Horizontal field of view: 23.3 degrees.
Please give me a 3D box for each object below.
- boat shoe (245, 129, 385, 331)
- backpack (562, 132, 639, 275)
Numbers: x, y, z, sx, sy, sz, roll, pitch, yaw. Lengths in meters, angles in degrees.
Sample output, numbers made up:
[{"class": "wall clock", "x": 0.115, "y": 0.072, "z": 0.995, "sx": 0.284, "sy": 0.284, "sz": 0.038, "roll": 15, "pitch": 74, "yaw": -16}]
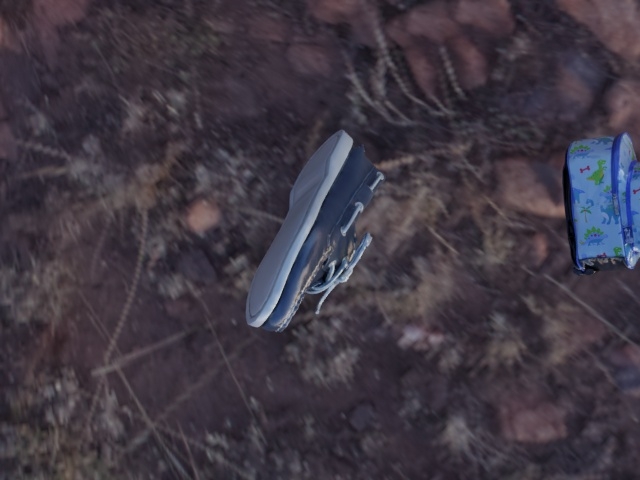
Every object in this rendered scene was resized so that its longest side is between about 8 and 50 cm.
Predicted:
[{"class": "boat shoe", "x": 0.000, "y": 0.000, "z": 1.450, "sx": 0.079, "sy": 0.254, "sz": 0.095, "roll": 38, "pitch": 128, "yaw": -13}, {"class": "backpack", "x": 0.260, "y": -0.036, "z": 1.362, "sx": 0.084, "sy": 0.105, "sz": 0.114, "roll": -8, "pitch": 98, "yaw": 20}]
